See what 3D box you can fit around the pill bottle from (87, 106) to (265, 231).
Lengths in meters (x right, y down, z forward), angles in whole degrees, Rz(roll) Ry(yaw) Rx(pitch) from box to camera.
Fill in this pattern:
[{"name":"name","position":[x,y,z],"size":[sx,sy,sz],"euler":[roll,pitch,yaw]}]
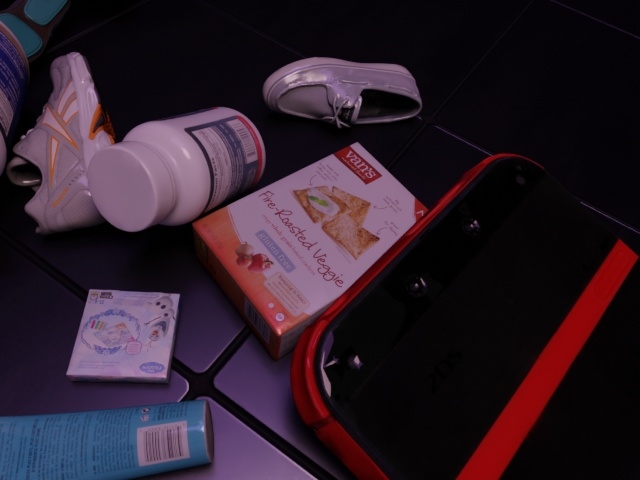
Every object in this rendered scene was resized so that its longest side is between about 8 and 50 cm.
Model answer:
[{"name":"pill bottle","position":[-0.145,-0.075,0.544],"size":[0.108,0.108,0.180],"euler":[29,29,12]}]

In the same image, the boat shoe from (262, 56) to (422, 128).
[{"name":"boat shoe","position":[0.037,-0.197,0.715],"size":[0.227,0.079,0.081],"euler":[-7,52,-18]}]

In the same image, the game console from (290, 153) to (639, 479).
[{"name":"game console","position":[0.199,0.116,0.500],"size":[0.342,0.060,0.386],"euler":[46,63,5]}]

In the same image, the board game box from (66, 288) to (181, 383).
[{"name":"board game box","position":[-0.188,0.093,0.508],"size":[0.090,0.020,0.090],"euler":[4,54,-6]}]

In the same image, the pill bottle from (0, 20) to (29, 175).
[{"name":"pill bottle","position":[-0.399,-0.128,0.529],"size":[0.153,0.153,0.265],"euler":[-6,46,-13]}]

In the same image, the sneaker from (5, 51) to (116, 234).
[{"name":"sneaker","position":[-0.303,-0.119,0.600],"size":[0.121,0.099,0.262],"euler":[-18,58,-15]}]

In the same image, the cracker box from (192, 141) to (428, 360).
[{"name":"cracker box","position":[0.000,0.000,0.576],"size":[0.232,0.067,0.156],"euler":[-30,65,-27]}]

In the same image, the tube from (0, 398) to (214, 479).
[{"name":"tube","position":[-0.196,0.174,0.435],"size":[0.207,0.052,0.080],"euler":[-6,51,-7]}]

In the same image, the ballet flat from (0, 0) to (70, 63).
[{"name":"ballet flat","position":[-0.415,-0.289,0.722],"size":[0.074,0.074,0.203],"euler":[12,53,0]}]
